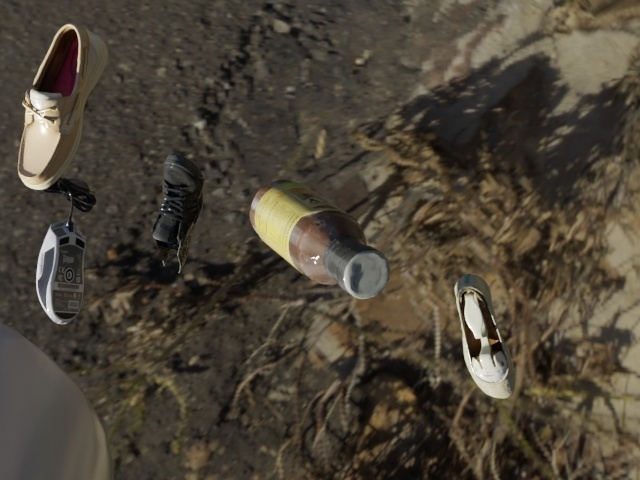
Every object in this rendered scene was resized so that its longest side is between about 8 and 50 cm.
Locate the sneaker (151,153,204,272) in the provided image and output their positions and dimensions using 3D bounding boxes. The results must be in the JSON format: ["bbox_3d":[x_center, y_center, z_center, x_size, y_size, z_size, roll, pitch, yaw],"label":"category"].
[{"bbox_3d":[-0.189,-0.035,1.550,0.051,0.170,0.089,19,64,10],"label":"sneaker"}]

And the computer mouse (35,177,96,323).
[{"bbox_3d":[-0.342,0.012,1.544,0.042,0.106,0.193,2,84,28],"label":"computer mouse"}]

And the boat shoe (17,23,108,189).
[{"bbox_3d":[-0.266,-0.136,1.170,0.063,0.059,0.170,12,78,21],"label":"boat shoe"}]

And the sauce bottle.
[{"bbox_3d":[0.000,0.000,1.713,0.111,0.344,0.111,-8,110,-22],"label":"sauce bottle"}]

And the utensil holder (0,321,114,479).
[{"bbox_3d":[-0.286,0.251,0.631,0.327,0.385,0.328,1,123,1],"label":"utensil holder"}]

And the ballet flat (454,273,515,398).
[{"bbox_3d":[0.196,0.124,1.445,0.057,0.052,0.168,-16,100,15],"label":"ballet flat"}]
